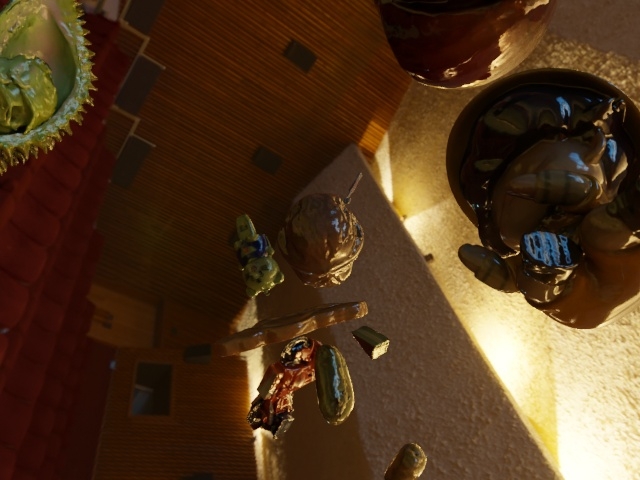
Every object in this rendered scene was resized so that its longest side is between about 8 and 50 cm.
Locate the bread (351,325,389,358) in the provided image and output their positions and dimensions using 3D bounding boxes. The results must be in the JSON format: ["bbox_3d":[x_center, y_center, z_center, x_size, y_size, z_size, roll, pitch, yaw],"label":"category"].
[{"bbox_3d":[0.176,0.344,1.892,0.139,0.074,0.084,51,-29,37],"label":"bread"}]

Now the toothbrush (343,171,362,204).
[{"bbox_3d":[0.097,-0.156,1.567,0.017,0.014,0.194,-6,-150,21],"label":"toothbrush"}]

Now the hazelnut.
[{"bbox_3d":[0.248,-0.486,0.942,0.359,0.359,0.410,-41,-125,37],"label":"hazelnut"}]

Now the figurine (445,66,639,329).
[{"bbox_3d":[0.212,-0.037,0.476,0.192,0.167,0.257,-51,-157,38],"label":"figurine"}]

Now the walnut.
[{"bbox_3d":[0.001,-0.002,1.488,0.273,0.226,0.274,-160,-90,-74],"label":"walnut"}]

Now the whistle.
[{"bbox_3d":[-0.164,0.035,1.312,0.105,0.085,0.228,-26,-111,12],"label":"whistle"}]

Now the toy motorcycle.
[{"bbox_3d":[-0.081,0.401,1.495,0.147,0.221,0.326,41,-70,38],"label":"toy motorcycle"}]

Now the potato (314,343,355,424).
[{"bbox_3d":[0.028,0.337,1.237,0.085,0.105,0.188,-22,-117,22],"label":"potato"}]

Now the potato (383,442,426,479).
[{"bbox_3d":[0.221,0.599,1.379,0.107,0.079,0.171,-58,169,-50],"label":"potato"}]

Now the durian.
[{"bbox_3d":[-0.424,-0.189,0.685,0.157,0.170,0.356,6,-131,22],"label":"durian"}]

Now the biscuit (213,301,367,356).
[{"bbox_3d":[-0.048,0.132,0.814,0.144,0.236,0.040,-31,-108,63],"label":"biscuit"}]
